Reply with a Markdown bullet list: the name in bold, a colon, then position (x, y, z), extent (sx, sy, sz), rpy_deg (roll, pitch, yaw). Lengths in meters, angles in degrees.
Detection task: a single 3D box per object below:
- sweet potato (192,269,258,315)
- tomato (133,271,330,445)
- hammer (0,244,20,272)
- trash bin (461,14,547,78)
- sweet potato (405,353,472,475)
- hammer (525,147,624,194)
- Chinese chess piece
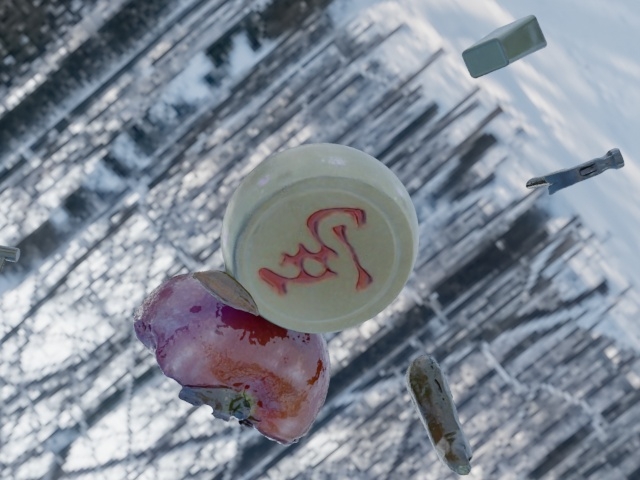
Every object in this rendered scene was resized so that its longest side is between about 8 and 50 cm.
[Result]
- **sweet potato**: position (-0.113, 0.061, 1.540), extent (0.095, 0.034, 0.034), rpy_deg (33, -172, -8)
- **tomato**: position (-0.118, 0.137, 1.862), extent (0.335, 0.176, 0.289), rpy_deg (33, -173, -34)
- **hammer**: position (-0.430, 0.055, 1.661), extent (0.035, 0.110, 0.019), rpy_deg (11, 151, 3)
- **trash bin**: position (0.211, -0.223, 1.456), extent (0.092, 0.061, 0.043), rpy_deg (-32, -79, -48)
- **sweet potato**: position (0.180, 0.269, 1.884), extent (0.081, 0.062, 0.233), rpy_deg (55, -170, -44)
- **hammer**: position (0.207, -0.054, 1.104), extent (0.182, 0.062, 0.017), rpy_deg (166, 82, -84)
- **Chinese chess piece**: position (0.000, 0.000, 1.698), extent (0.273, 0.273, 0.102), rpy_deg (48, -165, -28)
